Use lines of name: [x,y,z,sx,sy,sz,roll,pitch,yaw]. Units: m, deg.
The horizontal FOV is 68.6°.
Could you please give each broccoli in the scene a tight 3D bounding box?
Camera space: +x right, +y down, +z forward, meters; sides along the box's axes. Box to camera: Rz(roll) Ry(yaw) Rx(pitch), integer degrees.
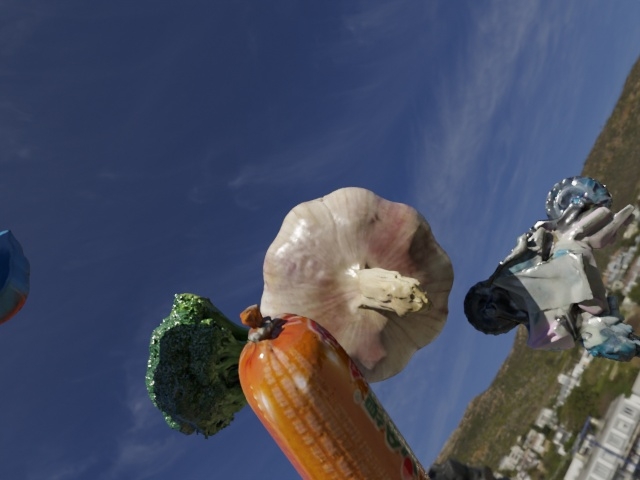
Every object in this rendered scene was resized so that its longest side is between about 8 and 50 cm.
broccoli: [-0.195,0.222,0.869,0.246,0.265,0.294,-4,-23,-22]

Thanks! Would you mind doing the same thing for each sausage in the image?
sausage: [0.025,0.179,0.401,0.093,0.093,0.312,-39,-74,-28]

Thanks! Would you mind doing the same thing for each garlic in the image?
garlic: [0.055,0.057,0.540,0.245,0.253,0.244,0,-88,-9]

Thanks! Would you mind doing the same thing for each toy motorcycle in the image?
toy motorcycle: [0.328,0.059,0.598,0.108,0.204,0.239,-15,-41,-55]

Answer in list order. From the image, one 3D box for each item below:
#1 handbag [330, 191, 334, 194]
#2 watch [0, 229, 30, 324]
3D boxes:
handbag: [0.000,0.000,1.470,0.089,0.211,0.254,25,-64,-40]
watch: [-0.514,0.044,0.521,0.242,0.305,0.274,-29,-50,-5]
